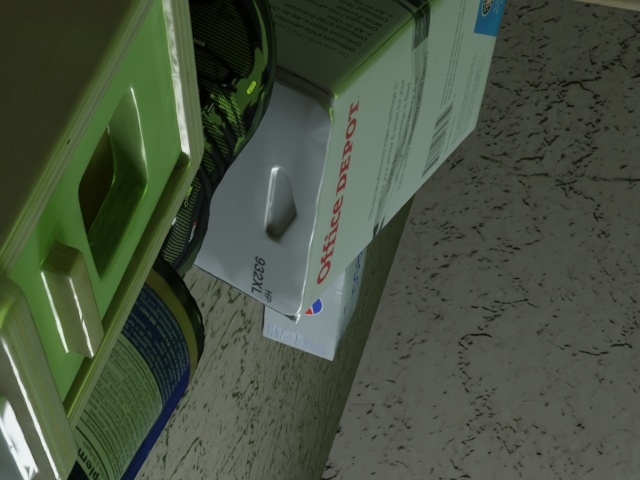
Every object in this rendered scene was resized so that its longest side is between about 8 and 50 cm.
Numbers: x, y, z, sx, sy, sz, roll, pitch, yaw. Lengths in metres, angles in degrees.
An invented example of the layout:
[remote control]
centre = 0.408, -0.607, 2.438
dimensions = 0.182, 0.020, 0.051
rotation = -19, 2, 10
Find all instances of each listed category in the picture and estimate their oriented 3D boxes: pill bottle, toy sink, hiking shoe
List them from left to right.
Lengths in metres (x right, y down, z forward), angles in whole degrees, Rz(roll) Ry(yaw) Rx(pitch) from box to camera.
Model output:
[toy sink]
centre = -0.140, 0.001, 0.504
dimensions = 0.153, 0.131, 0.234
rotation = 91, 19, -59
[pill bottle]
centre = -0.149, 0.097, 0.663
dimensions = 0.219, 0.122, 0.123
rotation = -62, 166, -50
[hiking shoe]
centre = -0.088, -0.065, 0.843
dimensions = 0.114, 0.086, 0.227
rotation = -47, 154, -78

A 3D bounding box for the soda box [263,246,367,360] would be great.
[soda box]
centre = 0.000, 0.000, 1.496
dimensions = 0.286, 0.091, 0.098
rotation = 96, 15, -50

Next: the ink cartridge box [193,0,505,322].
[ink cartridge box]
centre = 0.022, -0.122, 1.086
dimensions = 0.307, 0.129, 0.223
rotation = -46, 156, -42

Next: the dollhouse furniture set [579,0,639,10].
[dollhouse furniture set]
centre = 0.038, -0.172, 0.445
dimensions = 0.394, 0.362, 0.257
rotation = -59, 157, -60
